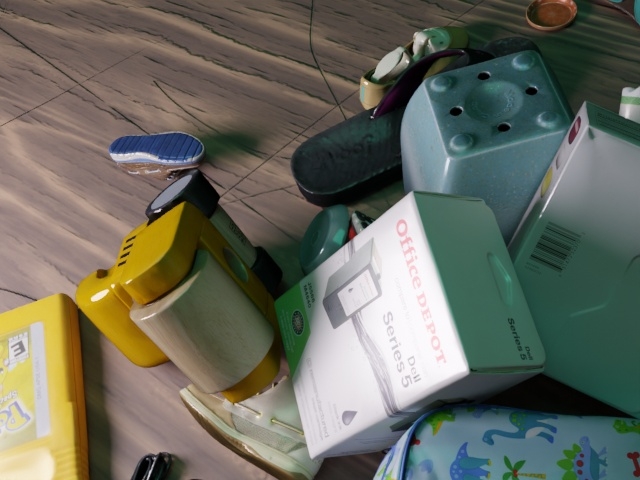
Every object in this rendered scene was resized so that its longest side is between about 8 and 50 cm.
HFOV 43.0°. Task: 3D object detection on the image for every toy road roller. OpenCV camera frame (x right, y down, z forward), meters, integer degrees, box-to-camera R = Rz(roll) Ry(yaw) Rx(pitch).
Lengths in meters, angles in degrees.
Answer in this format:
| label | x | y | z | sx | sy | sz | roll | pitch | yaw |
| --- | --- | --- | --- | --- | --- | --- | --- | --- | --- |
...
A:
| label | x | y | z | sx | sy | sz | roll | pitch | yaw |
| --- | --- | --- | --- | --- | --- | --- | --- | --- | --- |
| toy road roller | -0.195 | 0.084 | 1.049 | 0.240 | 0.202 | 0.329 | -34 | 22 | 11 |

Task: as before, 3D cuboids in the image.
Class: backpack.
| label | x | y | z | sx | sy | sz | roll | pitch | yaw |
| --- | --- | --- | --- | --- | --- | --- | --- | --- | --- |
| backpack | 0.223 | 0.292 | 0.796 | 0.355 | 0.273 | 0.290 | -1 | 60 | 31 |

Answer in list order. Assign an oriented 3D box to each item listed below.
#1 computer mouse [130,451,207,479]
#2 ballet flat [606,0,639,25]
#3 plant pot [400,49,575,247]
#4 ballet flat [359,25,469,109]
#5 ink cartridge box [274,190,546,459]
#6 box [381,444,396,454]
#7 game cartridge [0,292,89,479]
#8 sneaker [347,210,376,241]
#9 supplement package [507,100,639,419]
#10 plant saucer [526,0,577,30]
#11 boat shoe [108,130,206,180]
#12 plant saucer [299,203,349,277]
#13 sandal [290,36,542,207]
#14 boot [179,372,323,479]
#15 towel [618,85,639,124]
| label | x | y | z | sx | sy | sz | roll | pitch | yaw |
| --- | --- | --- | --- | --- | --- | --- | --- | --- | --- |
| computer mouse | -0.159 | 0.361 | 0.952 | 0.262 | 0.060 | 0.184 | 18 | 60 | 27 |
| ballet flat | 0.529 | -0.406 | 1.294 | 0.106 | 0.107 | 0.316 | -27 | 53 | -13 |
| plant pot | 0.233 | -0.094 | 1.052 | 0.247 | 0.252 | 0.248 | -14 | 52 | 5 |
| ballet flat | 0.158 | -0.299 | 1.338 | 0.232 | 0.073 | 0.080 | -41 | 55 | -15 |
| ink cartridge box | 0.082 | 0.099 | 0.882 | 0.115 | 0.273 | 0.198 | 5 | 59 | -36 |
| box | 0.121 | 0.233 | 0.991 | 0.083 | 0.018 | 0.067 | 6 | 57 | 21 |
| game cartridge | -0.467 | 0.252 | 1.128 | 0.285 | 0.052 | 0.323 | -20 | 51 | 1 |
| sneaker | 0.070 | 0.067 | 1.080 | 0.118 | 0.107 | 0.279 | -47 | 33 | 24 |
| supplement package | 0.315 | 0.018 | 0.869 | 0.204 | 0.262 | 0.145 | 25 | 24 | 7 |
| plant saucer | 0.389 | -0.382 | 1.370 | 0.083 | 0.013 | 0.083 | -7 | 54 | 10 |
| boat shoe | -0.260 | -0.138 | 1.344 | 0.183 | 0.066 | 0.066 | 8 | 55 | 28 |
| plant saucer | 0.000 | 0.000 | 1.146 | 0.119 | 0.021 | 0.119 | -48 | 29 | 38 |
| sandal | 0.158 | -0.199 | 1.242 | 0.446 | 0.107 | 0.167 | -31 | 53 | -8 |
| boot | -0.059 | 0.198 | 1.034 | 0.213 | 0.077 | 0.165 | 25 | 63 | 28 |
| towel | 0.448 | -0.009 | 0.921 | 0.248 | 0.324 | 0.038 | 6 | 17 | 21 |
